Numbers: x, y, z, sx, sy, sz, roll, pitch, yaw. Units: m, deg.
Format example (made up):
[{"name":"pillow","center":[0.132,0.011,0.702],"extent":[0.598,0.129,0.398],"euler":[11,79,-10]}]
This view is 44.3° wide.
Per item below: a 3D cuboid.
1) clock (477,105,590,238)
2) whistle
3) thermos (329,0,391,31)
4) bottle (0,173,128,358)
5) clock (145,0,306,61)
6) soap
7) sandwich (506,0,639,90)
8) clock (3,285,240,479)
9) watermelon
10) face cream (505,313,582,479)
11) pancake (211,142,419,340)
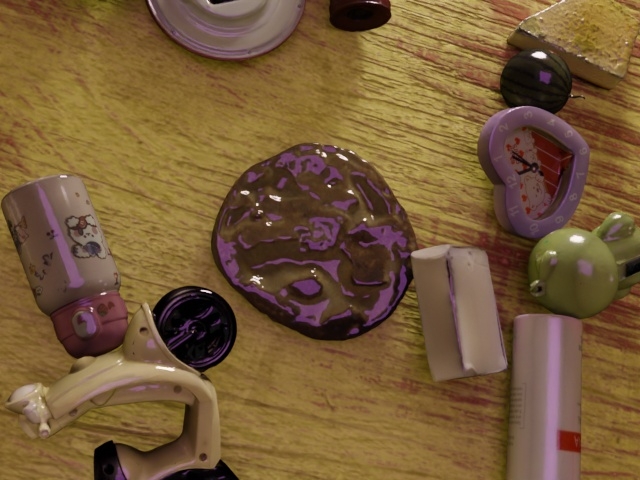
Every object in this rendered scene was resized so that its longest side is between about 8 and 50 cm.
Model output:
[{"name":"clock","center":[0.321,-0.109,1.183],"extent":[0.172,0.064,0.197],"euler":[-24,102,-18]},{"name":"whistle","center":[0.413,0.024,1.168],"extent":[0.294,0.141,0.141],"euler":[-24,82,-35]},{"name":"thermos","center":[0.059,-0.446,1.205],"extent":[0.124,0.099,0.231],"euler":[0,78,-7]},{"name":"bottle","center":[-0.321,0.038,1.014],"extent":[0.110,0.110,0.233],"euler":[-21,81,-15]},{"name":"clock","center":[-0.141,-0.379,1.174],"extent":[0.245,0.056,0.244],"euler":[2,77,-10]},{"name":"soap","center":[0.195,0.100,1.096],"extent":[0.122,0.064,0.183],"euler":[5,72,-48]},{"name":"sandwich","center":[0.417,-0.353,1.277],"extent":[0.193,0.058,0.162],"euler":[23,72,-3]},{"name":"clock","center":[-0.218,0.256,0.945],"extent":[0.277,0.120,0.378],"euler":[-9,92,-20]},{"name":"watermelon","center":[0.340,-0.235,1.201],"extent":[0.133,0.105,0.105],"euler":[29,71,27]},{"name":"face cream","center":[0.308,0.278,1.083],"extent":[0.102,0.102,0.345],"euler":[8,76,-9]},{"name":"pancake","center":[0.000,0.000,1.116],"extent":[0.295,0.049,0.294],"euler":[2,76,-9]}]
